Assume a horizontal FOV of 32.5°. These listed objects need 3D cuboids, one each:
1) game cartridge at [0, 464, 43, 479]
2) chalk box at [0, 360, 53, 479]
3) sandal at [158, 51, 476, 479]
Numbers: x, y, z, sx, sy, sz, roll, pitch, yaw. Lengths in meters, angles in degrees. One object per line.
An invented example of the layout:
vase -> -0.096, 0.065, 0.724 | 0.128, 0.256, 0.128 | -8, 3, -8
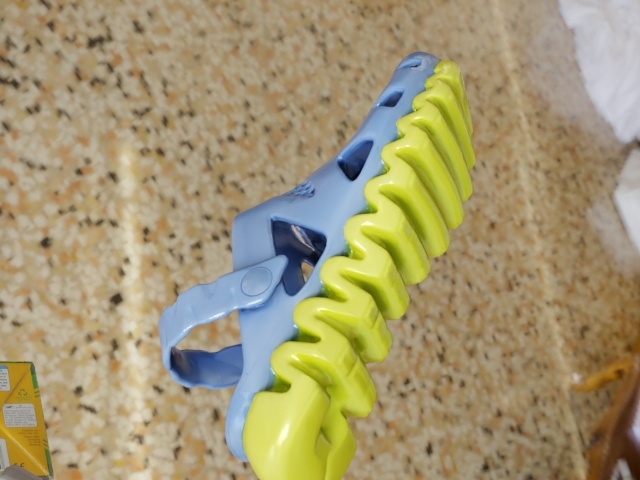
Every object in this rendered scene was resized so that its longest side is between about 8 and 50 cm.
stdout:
game cartridge -> -0.298, 0.422, 1.077 | 0.230, 0.355, 0.068 | 30, 4, 5
chalk box -> -0.463, 0.303, 1.362 | 0.180, 0.289, 0.179 | 5, 45, -30
sandal -> 0.000, 0.000, 0.704 | 0.317, 0.138, 0.126 | -59, 149, -26
